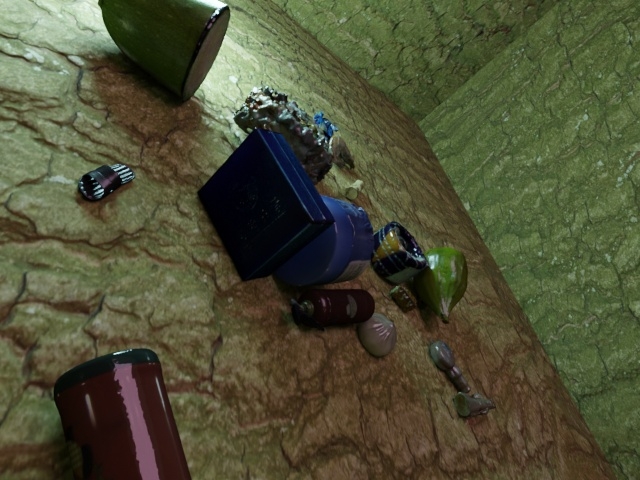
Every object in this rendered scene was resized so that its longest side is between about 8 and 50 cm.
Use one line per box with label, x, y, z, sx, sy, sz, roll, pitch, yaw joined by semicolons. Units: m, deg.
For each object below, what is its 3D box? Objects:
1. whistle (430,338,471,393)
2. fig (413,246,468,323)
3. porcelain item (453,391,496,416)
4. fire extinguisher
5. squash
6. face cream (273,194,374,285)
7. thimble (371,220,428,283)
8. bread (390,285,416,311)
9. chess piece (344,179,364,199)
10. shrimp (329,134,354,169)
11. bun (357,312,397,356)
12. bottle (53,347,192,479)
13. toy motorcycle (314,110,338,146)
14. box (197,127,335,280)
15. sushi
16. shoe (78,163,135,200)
whistle;0.465;0.447;1.546;0.220;0.057;0.107;58;29;8
fig;0.471;0.159;1.715;0.233;0.233;0.314;51;34;-1
porcelain item;0.546;0.577;1.513;0.213;0.054;0.084;20;44;-42
fire extinguisher;0.030;0.190;1.157;0.138;0.102;0.344;36;17;34
squash;-0.468;-0.616;1.256;0.309;0.310;0.310;27;34;-12
face cream;0.000;0.000;1.202;0.225;0.249;0.249;5;53;-57
thimble;0.297;0.051;1.664;0.237;0.150;0.237;37;31;-27
bread;0.310;0.213;1.590;0.110;0.060;0.066;48;44;-5
chess piece;0.153;-0.226;1.874;0.060;0.060;0.172;48;27;-5
shrimp;0.095;-0.376;1.937;0.223;0.047;0.126;45;56;-48
bun;0.185;0.277;1.308;0.138;0.094;0.138;31;37;-28
bottle;-0.247;0.327;0.584;0.144;0.144;0.336;3;55;-54
toy motorcycle;0.000;-0.507;1.937;0.135;0.092;0.254;39;33;-19
box;-0.145;-0.085;1.075;0.116;0.261;0.279;-7;62;-59
sushi;-0.105;-0.368;1.496;0.417;0.176;0.417;41;16;-14
shoe;-0.450;-0.140;0.926;0.062;0.053;0.159;49;26;-11
